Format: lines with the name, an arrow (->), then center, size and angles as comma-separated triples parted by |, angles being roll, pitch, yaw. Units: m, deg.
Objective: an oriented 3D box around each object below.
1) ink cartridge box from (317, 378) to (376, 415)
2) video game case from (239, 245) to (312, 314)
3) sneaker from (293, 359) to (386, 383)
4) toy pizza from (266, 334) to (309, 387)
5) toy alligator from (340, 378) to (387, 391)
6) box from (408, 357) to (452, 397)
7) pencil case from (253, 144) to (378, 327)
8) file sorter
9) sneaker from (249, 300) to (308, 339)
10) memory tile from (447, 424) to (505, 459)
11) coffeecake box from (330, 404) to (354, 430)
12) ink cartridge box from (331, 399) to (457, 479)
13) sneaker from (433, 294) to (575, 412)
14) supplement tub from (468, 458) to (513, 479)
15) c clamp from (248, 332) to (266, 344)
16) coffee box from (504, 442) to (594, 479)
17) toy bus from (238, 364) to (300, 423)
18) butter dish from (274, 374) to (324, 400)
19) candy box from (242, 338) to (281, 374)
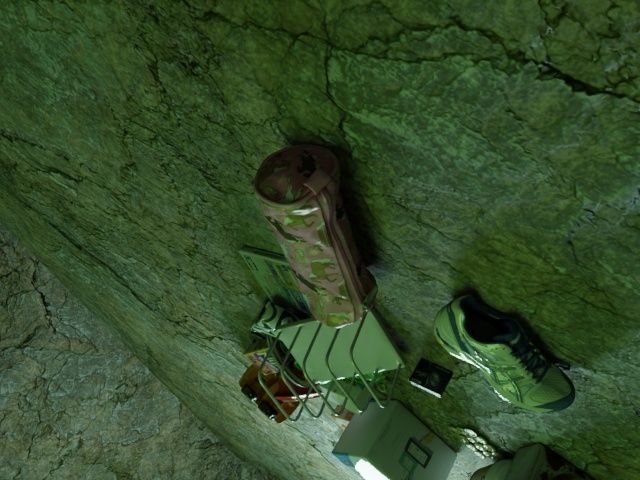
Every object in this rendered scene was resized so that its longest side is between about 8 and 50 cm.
ink cartridge box -> 0.072, 0.425, 1.824 | 0.143, 0.092, 0.089 | 19, 148, 33
video game case -> -0.091, 0.106, 1.594 | 0.194, 0.023, 0.212 | 13, 143, 37
sneaker -> 0.050, 0.342, 1.686 | 0.296, 0.123, 0.109 | 5, 139, 43
toy pizza -> -0.084, 0.332, 1.816 | 0.201, 0.032, 0.201 | 51, -167, -16
toy alligator -> 0.094, 0.376, 1.743 | 0.190, 0.056, 0.051 | 17, 177, 33
box -> 0.261, 0.324, 1.485 | 0.083, 0.067, 0.018 | 22, 149, 26
pencil case -> 0.000, 0.000, 1.188 | 0.167, 0.160, 0.386 | -5, 136, 18
file sorter -> 0.025, 0.301, 1.487 | 0.278, 0.173, 0.192 | -18, 116, 31
sneaker -> -0.102, 0.235, 1.725 | 0.153, 0.094, 0.235 | 31, 160, -6
memory tile -> 0.423, 0.550, 1.705 | 0.148, 0.012, 0.113 | 43, 151, -12
coffeecake box -> 0.144, 0.615, 2.059 | 0.142, 0.068, 0.185 | 1, 135, 49
ink cartridge box -> 0.220, 0.634, 1.864 | 0.270, 0.197, 0.198 | 44, 151, -13
sneaker -> 0.351, 0.214, 1.169 | 0.297, 0.111, 0.131 | 32, 151, 7
supplement tub -> 0.487, 0.663, 1.664 | 0.144, 0.144, 0.199 | 32, 152, 8
c clamp -> -0.176, 0.365, 2.085 | 0.161, 0.022, 0.137 | 36, 152, 0
coffee box -> 0.592, 0.646, 1.498 | 0.297, 0.168, 0.119 | 33, 152, 4
toy bus -> -0.195, 0.516, 2.236 | 0.220, 0.149, 0.211 | 47, 166, -15
butter dish -> -0.062, 0.445, 1.994 | 0.160, 0.118, 0.160 | -1, 168, -27
candy box -> -0.156, 0.370, 2.012 | 0.109, 0.053, 0.187 | 46, 141, -16
